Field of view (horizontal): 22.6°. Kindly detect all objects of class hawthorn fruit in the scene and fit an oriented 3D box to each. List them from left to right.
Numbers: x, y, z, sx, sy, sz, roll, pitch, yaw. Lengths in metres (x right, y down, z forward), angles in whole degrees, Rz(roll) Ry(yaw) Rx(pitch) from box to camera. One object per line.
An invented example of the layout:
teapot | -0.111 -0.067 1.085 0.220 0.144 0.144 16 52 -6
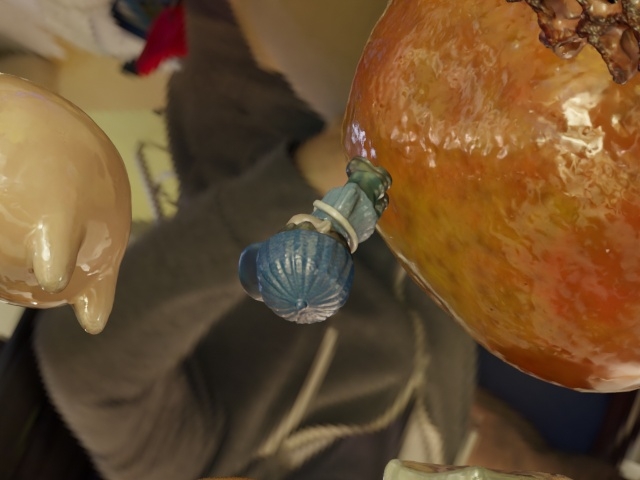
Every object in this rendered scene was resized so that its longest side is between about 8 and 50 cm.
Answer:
hawthorn fruit | 0.245 -0.108 1.489 0.472 0.471 0.472 22 161 8

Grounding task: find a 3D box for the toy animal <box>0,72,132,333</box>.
toy animal | -0.237 -0.024 0.971 0.250 0.154 0.166 -2 151 12

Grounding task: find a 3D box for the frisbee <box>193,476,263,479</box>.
frisbee | -0.079 0.272 1.049 0.251 0.250 0.021 14 153 29

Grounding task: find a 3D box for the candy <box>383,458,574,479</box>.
candy | 0.157 0.406 1.632 0.208 0.358 0.145 19 165 -37

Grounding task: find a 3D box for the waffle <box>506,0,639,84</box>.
waffle | 0.180 -0.208 0.956 0.221 0.055 0.234 39 132 26

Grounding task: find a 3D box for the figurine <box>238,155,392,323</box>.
figurine | 0.008 0.004 1.103 0.079 0.136 0.077 36 142 23
